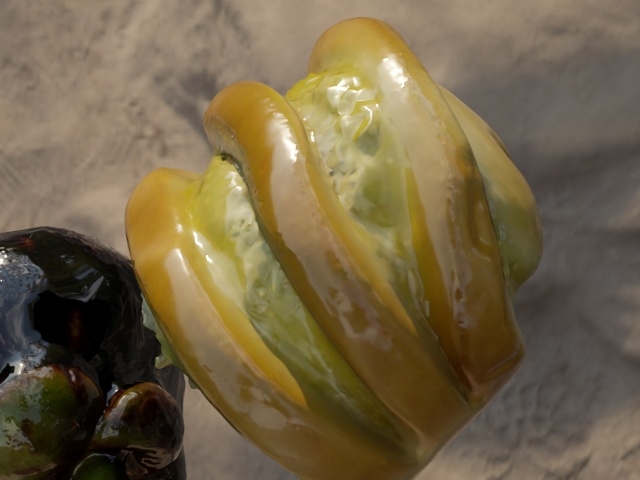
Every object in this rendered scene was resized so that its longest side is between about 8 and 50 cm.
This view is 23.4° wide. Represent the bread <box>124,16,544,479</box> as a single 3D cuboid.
[{"bbox_3d":[0.000,0.000,1.007,0.211,0.270,0.315,25,25,-35],"label":"bread"}]

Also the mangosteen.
[{"bbox_3d":[-0.223,0.131,1.219,0.233,0.287,0.287,-10,60,0],"label":"mangosteen"}]
